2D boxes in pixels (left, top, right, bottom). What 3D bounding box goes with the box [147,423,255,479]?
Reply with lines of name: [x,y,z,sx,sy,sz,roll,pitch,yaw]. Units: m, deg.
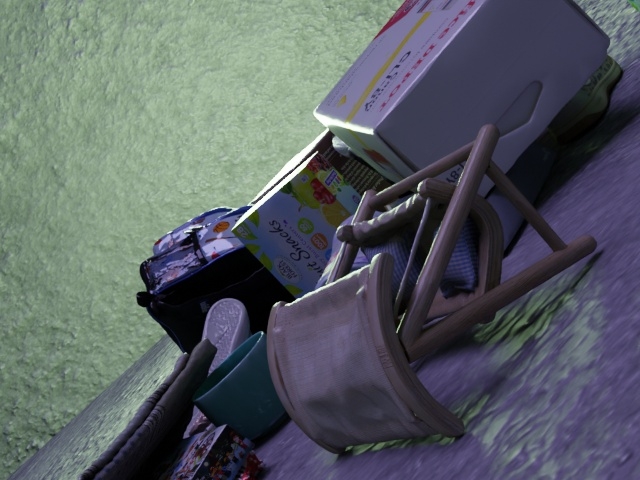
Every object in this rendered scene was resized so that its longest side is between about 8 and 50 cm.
box: [-0.173,0.308,1.364,0.159,0.044,0.233,-57,10,-25]

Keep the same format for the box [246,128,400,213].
box: [0.012,-0.059,2.014,0.167,0.203,0.168,-37,9,44]

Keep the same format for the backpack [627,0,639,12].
backpack: [0.487,-0.414,1.446,0.290,0.273,0.355,-50,-6,2]

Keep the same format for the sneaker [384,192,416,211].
sneaker: [0.153,-0.043,1.750,0.086,0.064,0.192,-30,4,2]

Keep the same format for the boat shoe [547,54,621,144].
boat shoe: [0.348,-0.224,1.576,0.104,0.089,0.285,-40,8,25]

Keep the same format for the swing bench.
swing bench: [0.080,0.058,1.084,0.254,0.165,0.253,-47,8,-27]

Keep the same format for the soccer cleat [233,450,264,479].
soccer cleat: [-0.087,0.270,1.311,0.036,0.029,0.083,-37,12,11]

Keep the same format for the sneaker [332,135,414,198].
sneaker: [0.117,-0.134,1.888,0.101,0.153,0.268,-46,19,-2]

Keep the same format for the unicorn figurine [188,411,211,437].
unicorn figurine: [-0.133,0.237,1.637,0.162,0.060,0.111,-39,8,28]

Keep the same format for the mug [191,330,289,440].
mug: [-0.084,0.191,1.482,0.129,0.097,0.158,-41,7,25]

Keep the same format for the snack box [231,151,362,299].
snack box: [0.000,0.000,1.704,0.174,0.207,0.070,-38,8,31]

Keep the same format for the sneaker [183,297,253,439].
sneaker: [-0.155,0.236,1.784,0.151,0.094,0.256,70,-145,-56]

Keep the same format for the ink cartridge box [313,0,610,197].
ink cartridge box: [0.166,-0.210,1.487,0.279,0.160,0.385,-50,15,0]

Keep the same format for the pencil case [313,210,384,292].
pencil case: [0.057,0.048,1.479,0.273,0.114,0.124,-67,-2,-74]

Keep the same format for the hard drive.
hard drive: [0.195,-0.029,1.415,0.172,0.054,0.254,-38,9,39]

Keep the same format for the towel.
towel: [-0.258,0.311,1.475,0.324,0.056,0.312,-50,-15,-53]

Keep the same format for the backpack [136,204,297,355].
backpack: [-0.145,0.070,1.930,0.263,0.276,0.213,-25,47,9]
